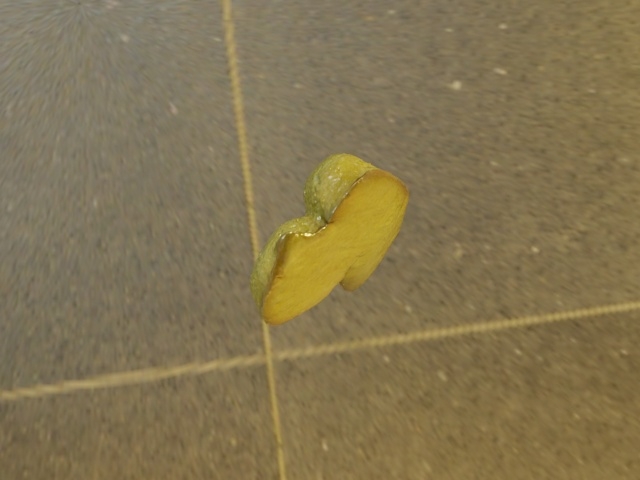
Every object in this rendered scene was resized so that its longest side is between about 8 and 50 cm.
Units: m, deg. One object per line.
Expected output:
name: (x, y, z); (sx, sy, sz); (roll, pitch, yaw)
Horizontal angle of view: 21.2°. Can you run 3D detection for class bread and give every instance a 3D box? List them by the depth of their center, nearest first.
bread: (0.000, 0.000, 1.322); (0.065, 0.188, 0.149); (39, 91, 17)
